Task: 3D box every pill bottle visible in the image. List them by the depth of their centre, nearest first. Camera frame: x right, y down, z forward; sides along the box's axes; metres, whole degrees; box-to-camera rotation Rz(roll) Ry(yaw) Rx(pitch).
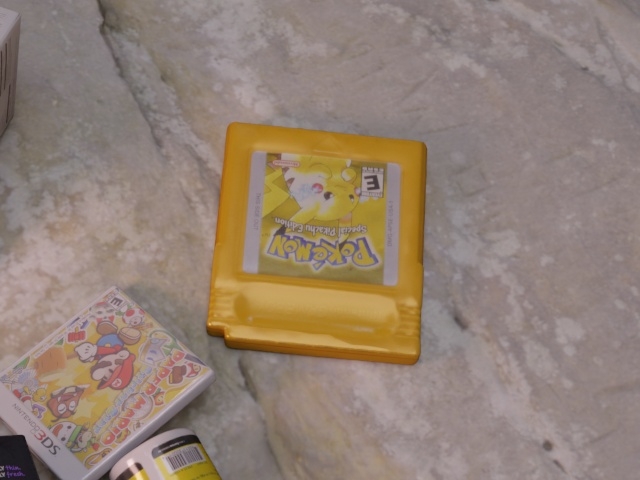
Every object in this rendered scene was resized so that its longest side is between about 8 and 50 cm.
[{"bbox_3d":[-0.154,0.340,1.620,0.119,0.119,0.208,-26,70,-18],"label":"pill bottle"}]

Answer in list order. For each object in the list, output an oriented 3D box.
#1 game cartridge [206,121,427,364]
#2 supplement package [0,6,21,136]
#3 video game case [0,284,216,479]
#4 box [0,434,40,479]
[{"bbox_3d":[0.000,0.000,1.841,0.285,0.053,0.324,5,63,-4],"label":"game cartridge"},{"bbox_3d":[-0.530,-0.172,1.744,0.199,0.198,0.263,18,49,-1],"label":"supplement package"},{"bbox_3d":[-0.280,0.181,1.700,0.227,0.026,0.206,-39,56,-22],"label":"video game case"},{"bbox_3d":[-0.387,0.366,1.506,0.165,0.143,0.270,3,43,-36],"label":"box"}]
